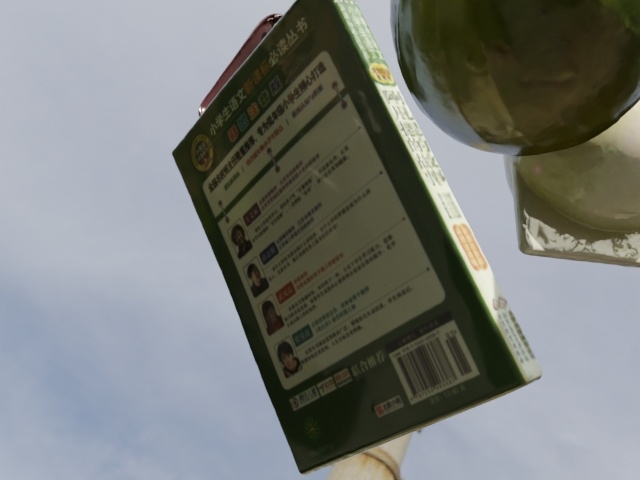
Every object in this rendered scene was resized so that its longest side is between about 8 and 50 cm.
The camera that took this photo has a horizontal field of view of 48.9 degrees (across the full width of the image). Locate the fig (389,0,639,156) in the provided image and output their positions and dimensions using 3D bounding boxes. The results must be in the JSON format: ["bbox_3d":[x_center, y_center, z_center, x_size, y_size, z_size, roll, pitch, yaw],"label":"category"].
[{"bbox_3d":[0.197,-0.249,0.716,0.316,0.316,0.316,11,-57,17],"label":"fig"}]

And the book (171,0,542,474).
[{"bbox_3d":[0.000,0.000,0.456,0.202,0.027,0.264,-38,-110,43],"label":"book"}]

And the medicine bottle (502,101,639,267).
[{"bbox_3d":[0.358,-0.148,0.925,0.236,0.406,0.235,4,-29,2],"label":"medicine bottle"}]

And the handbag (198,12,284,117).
[{"bbox_3d":[-0.038,-0.186,0.978,0.216,0.074,0.203,34,-98,8],"label":"handbag"}]
